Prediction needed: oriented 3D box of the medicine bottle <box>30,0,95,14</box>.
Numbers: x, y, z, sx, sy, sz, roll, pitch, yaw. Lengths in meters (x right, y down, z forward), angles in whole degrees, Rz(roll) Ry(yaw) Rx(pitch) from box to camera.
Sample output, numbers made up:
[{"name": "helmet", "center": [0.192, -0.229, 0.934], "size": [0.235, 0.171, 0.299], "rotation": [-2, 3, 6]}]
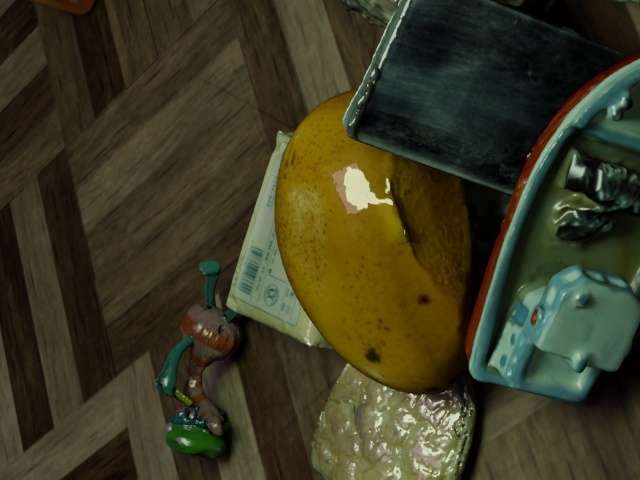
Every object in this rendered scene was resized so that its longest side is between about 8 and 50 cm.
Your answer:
[{"name": "medicine bottle", "center": [-0.321, -0.409, 2.216], "size": [0.112, 0.149, 0.222], "rotation": [44, 112, 43]}]

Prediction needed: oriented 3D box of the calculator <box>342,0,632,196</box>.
[{"name": "calculator", "center": [0.162, -0.121, 1.547], "size": [0.161, 0.262, 0.021], "rotation": [-65, 24, 13]}]

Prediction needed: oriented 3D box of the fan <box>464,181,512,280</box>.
[{"name": "fan", "center": [0.178, -0.035, 1.684], "size": [0.240, 0.009, 0.131], "rotation": [-42, 53, 32]}]

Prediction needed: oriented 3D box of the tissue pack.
[{"name": "tissue pack", "center": [0.000, 0.000, 1.809], "size": [0.148, 0.092, 0.196], "rotation": [23, 99, 47]}]

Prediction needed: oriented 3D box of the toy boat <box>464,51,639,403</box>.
[{"name": "toy boat", "center": [0.238, -0.012, 1.493], "size": [0.133, 0.145, 0.332], "rotation": [-119, 47, -66]}]

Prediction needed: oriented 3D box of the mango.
[{"name": "mango", "center": [0.051, 0.006, 1.639], "size": [0.191, 0.160, 0.290], "rotation": [-23, 81, 47]}]

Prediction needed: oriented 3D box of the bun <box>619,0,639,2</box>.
[{"name": "bun", "center": [0.299, -0.311, 1.551], "size": [0.221, 0.108, 0.221], "rotation": [-23, 62, 51]}]

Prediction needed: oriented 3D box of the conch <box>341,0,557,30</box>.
[{"name": "conch", "center": [0.117, -0.219, 1.619], "size": [0.186, 0.240, 0.313], "rotation": [-22, 100, 13]}]

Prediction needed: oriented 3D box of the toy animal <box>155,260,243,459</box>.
[{"name": "toy animal", "center": [-0.125, 0.128, 1.908], "size": [0.100, 0.103, 0.208], "rotation": [20, 92, 39]}]

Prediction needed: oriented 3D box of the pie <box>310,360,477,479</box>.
[{"name": "pie", "center": [0.074, 0.178, 1.713], "size": [0.185, 0.052, 0.218], "rotation": [41, 108, 47]}]
